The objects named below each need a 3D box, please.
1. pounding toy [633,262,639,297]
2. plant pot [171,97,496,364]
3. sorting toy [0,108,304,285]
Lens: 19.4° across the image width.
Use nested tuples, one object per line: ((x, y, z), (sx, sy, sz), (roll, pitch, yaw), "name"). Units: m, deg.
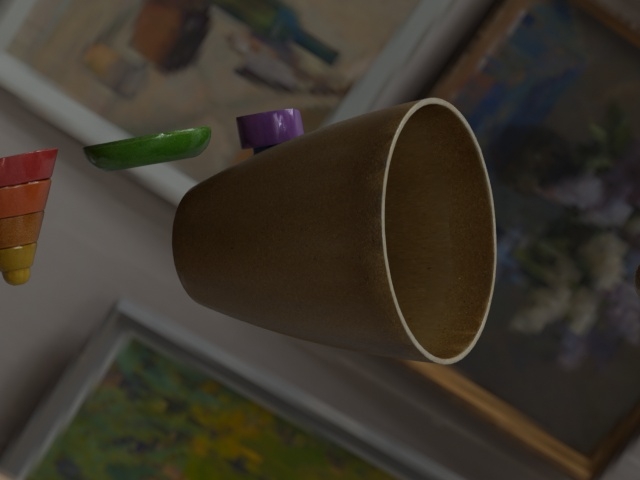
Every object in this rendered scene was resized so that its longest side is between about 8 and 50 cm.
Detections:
((0.421, 0.052, 1.698), (0.183, 0.237, 0.110), (-20, 138, -34), "pounding toy")
((0.000, 0.000, 1.719), (0.254, 0.237, 0.237), (-4, -134, 29), "plant pot")
((-0.183, -0.040, 1.817), (0.127, 0.365, 0.126), (180, -99, -71), "sorting toy")
